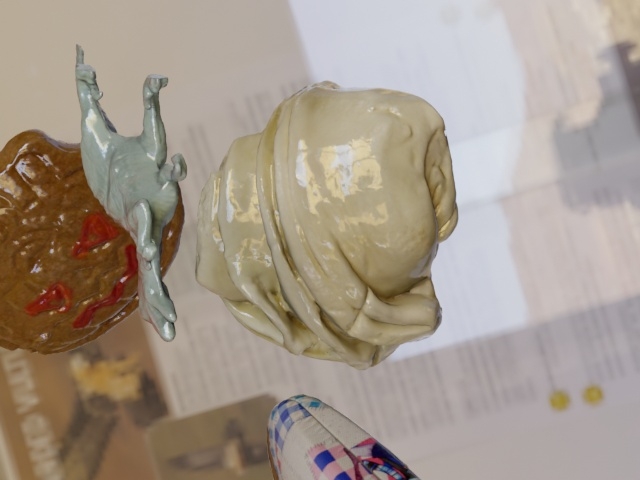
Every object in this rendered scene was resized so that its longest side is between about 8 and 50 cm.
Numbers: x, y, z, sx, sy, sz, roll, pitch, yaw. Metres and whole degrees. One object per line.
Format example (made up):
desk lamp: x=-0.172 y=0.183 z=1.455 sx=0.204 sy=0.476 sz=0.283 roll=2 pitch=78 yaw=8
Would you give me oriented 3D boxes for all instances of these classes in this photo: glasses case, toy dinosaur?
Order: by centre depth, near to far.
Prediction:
toy dinosaur: x=-0.148 y=-0.056 z=1.258 sx=0.242 sy=0.053 sz=0.167 roll=46 pitch=138 yaw=49
glasses case: x=0.059 y=0.236 z=1.325 sx=0.327 sy=0.076 sz=0.125 roll=39 pitch=148 yaw=44

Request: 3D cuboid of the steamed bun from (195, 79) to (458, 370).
steamed bun: x=-0.001 y=-0.003 z=1.657 sx=0.289 sy=0.203 sz=0.276 roll=-17 pitch=98 yaw=59

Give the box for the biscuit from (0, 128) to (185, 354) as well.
biscuit: x=-0.276 y=0.008 z=1.776 sx=0.257 sy=0.273 sz=0.049 roll=18 pitch=-152 yaw=-33
